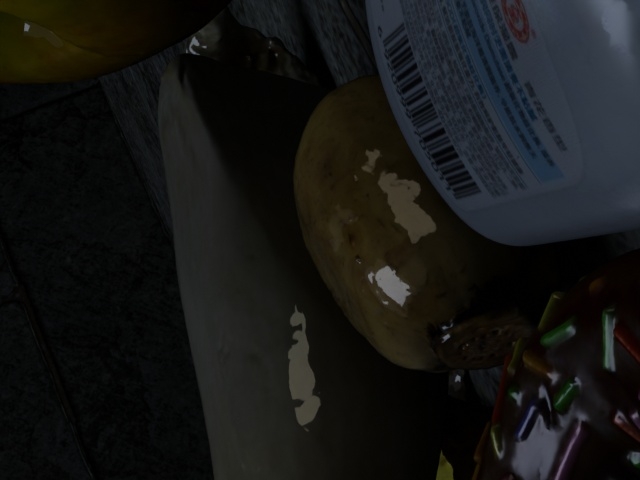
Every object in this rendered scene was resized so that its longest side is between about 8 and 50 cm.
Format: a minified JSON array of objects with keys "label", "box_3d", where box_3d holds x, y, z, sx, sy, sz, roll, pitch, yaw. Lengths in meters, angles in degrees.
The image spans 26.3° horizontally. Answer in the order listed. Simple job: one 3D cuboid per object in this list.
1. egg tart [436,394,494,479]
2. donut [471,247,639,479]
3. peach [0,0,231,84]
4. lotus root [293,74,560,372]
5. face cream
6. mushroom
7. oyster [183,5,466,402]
[{"label":"egg tart","box_3d":[0.123,0.177,0.808,0.212,0.090,0.213,160,90,-80]},{"label":"donut","box_3d":[0.118,0.100,0.405,0.216,0.095,0.230,131,146,-58]},{"label":"peach","box_3d":[-0.168,-0.275,0.744,0.370,0.370,0.370,158,90,-80]},{"label":"lotus root","box_3d":[0.047,-0.019,0.698,0.221,0.118,0.125,-117,2,-48]},{"label":"face cream","box_3d":[0.091,-0.082,0.451,0.336,0.080,0.163,160,89,-80]},{"label":"mushroom","box_3d":[-0.001,0.062,0.775,0.137,0.154,0.408,-50,40,43]},{"label":"oyster","box_3d":[-0.008,-0.008,1.068,0.396,0.111,0.204,63,173,5]}]
